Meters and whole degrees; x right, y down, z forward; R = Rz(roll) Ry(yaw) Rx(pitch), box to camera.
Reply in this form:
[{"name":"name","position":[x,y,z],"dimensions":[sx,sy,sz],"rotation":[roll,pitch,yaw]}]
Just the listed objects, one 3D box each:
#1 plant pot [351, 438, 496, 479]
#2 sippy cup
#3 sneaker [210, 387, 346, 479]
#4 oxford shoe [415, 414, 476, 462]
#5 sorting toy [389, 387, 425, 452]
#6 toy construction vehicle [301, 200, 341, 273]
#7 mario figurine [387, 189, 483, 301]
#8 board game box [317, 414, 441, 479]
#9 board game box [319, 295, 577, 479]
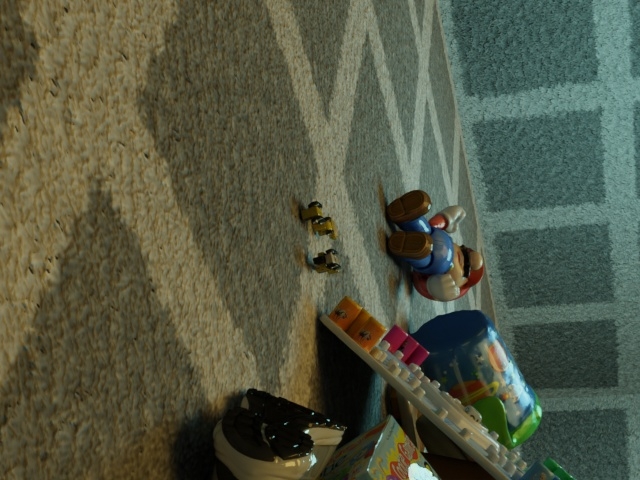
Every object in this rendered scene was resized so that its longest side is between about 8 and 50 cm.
[{"name":"plant pot","position":[0.150,0.413,1.324],"dimensions":[0.291,0.204,0.290],"rotation":[-5,90,-76]},{"name":"sippy cup","position":[0.275,0.261,1.855],"dimensions":[0.240,0.306,0.224],"rotation":[-34,111,-34]},{"name":"sneaker","position":[-0.048,0.204,0.897],"dimensions":[0.271,0.100,0.107],"rotation":[4,105,-78]},{"name":"oxford shoe","position":[0.229,0.442,1.598],"dimensions":[0.348,0.130,0.123],"rotation":[62,-6,5]},{"name":"sorting toy","position":[0.155,0.304,1.721],"dimensions":[0.208,0.038,0.192],"rotation":[-71,152,-67]},{"name":"toy construction vehicle","position":[0.000,0.000,1.249],"dimensions":[0.098,0.035,0.085],"rotation":[30,45,-75]},{"name":"mario figurine","position":[0.242,0.017,1.865],"dimensions":[0.198,0.170,0.320],"rotation":[-58,149,-6]},{"name":"board game box","position":[0.091,0.348,1.012],"dimensions":[0.275,0.144,0.142],"rotation":[52,19,-1]},{"name":"board game box","position":[0.200,0.237,1.358],"dimensions":[0.050,0.390,0.390],"rotation":[-50,161,1]}]
